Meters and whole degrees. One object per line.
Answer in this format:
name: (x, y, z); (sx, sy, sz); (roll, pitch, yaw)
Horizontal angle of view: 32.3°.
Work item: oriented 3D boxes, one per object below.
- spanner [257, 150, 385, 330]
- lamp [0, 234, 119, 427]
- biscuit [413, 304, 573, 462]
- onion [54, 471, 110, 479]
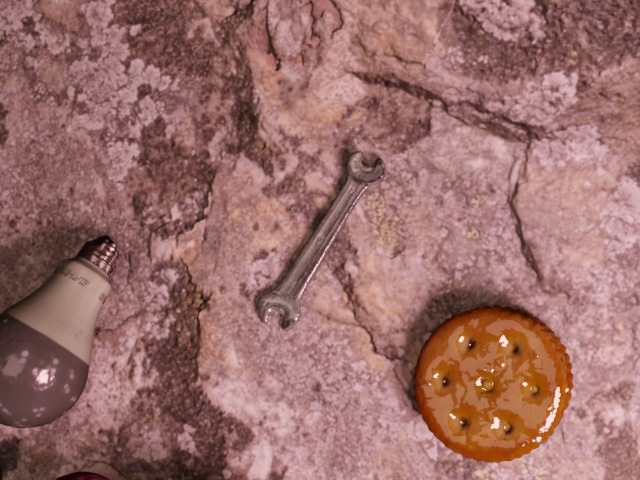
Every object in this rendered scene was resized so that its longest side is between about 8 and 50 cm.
spanner: (0.000, 0.000, 1.644); (0.071, 0.017, 0.302); (31, 94, 15)
lamp: (-0.399, 0.135, 1.651); (0.182, 0.182, 0.314); (36, 91, 15)
biscuit: (0.239, 0.198, 1.541); (0.221, 0.066, 0.220); (-1, 86, 17)
onion: (-0.347, 0.428, 1.625); (0.177, 0.153, 0.177); (-3, 82, 22)
